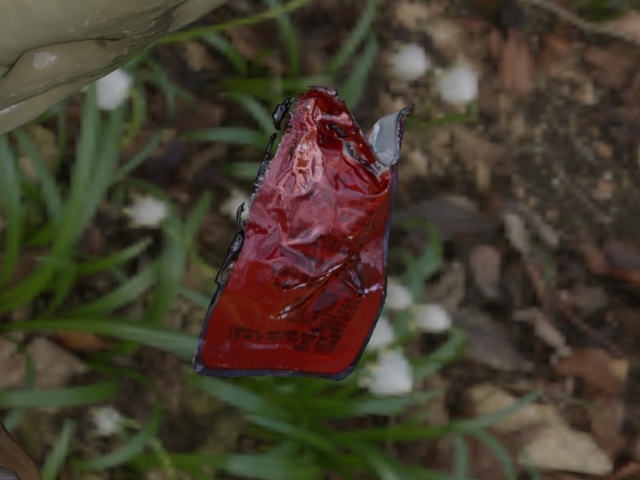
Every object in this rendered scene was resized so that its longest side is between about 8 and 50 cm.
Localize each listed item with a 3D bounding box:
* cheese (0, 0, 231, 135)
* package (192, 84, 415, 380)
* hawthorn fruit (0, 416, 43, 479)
[{"bbox_3d":[-0.113,-0.141,0.822,0.351,0.328,0.129,-29,95,-12],"label":"cheese"},{"bbox_3d":[0.000,0.000,1.604,0.194,0.071,0.269,11,99,-34],"label":"package"},{"bbox_3d":[-0.168,0.083,0.318,0.199,0.251,0.199,-22,90,-84],"label":"hawthorn fruit"}]
